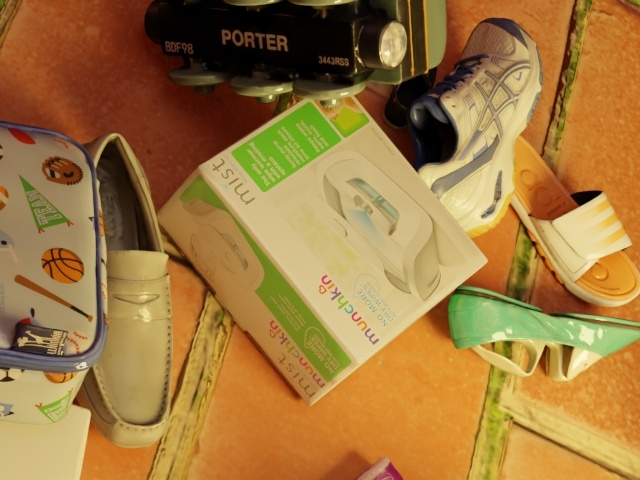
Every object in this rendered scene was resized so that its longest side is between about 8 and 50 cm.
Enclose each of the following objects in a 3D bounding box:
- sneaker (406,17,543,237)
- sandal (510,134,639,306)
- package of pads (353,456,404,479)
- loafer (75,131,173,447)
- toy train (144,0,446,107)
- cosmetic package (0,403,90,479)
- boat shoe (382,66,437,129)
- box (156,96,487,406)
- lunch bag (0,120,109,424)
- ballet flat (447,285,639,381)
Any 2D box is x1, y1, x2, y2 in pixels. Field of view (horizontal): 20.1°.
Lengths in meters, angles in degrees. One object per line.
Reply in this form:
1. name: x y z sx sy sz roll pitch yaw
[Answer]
1. sneaker: 0.169 -0.153 2.076 0.131 0.112 0.296 32 53 -29
2. sandal: 0.286 -0.037 2.119 0.102 0.076 0.265 -36 84 -37
3. package of pads: 0.050 0.264 1.848 0.083 0.032 0.050 -34 86 -38
4. loafer: -0.202 0.045 1.780 0.112 0.111 0.319 -2 65 -30
5. toy train: -0.026 -0.229 1.929 0.190 0.334 0.142 -25 116 -47
6. cosmetic package: -0.410 0.209 1.550 0.385 0.156 0.217 22 56 -18
7. boat shoe: 0.113 -0.188 2.131 0.049 0.042 0.133 32 51 -8
8. box: 0.000 0.000 1.912 0.231 0.127 0.262 -34 84 -40
9. lunch bag: -0.313 0.018 1.574 0.243 0.115 0.303 13 43 -22
10. ballet flat: 0.248 0.113 2.024 0.247 0.083 0.087 11 83 -23
